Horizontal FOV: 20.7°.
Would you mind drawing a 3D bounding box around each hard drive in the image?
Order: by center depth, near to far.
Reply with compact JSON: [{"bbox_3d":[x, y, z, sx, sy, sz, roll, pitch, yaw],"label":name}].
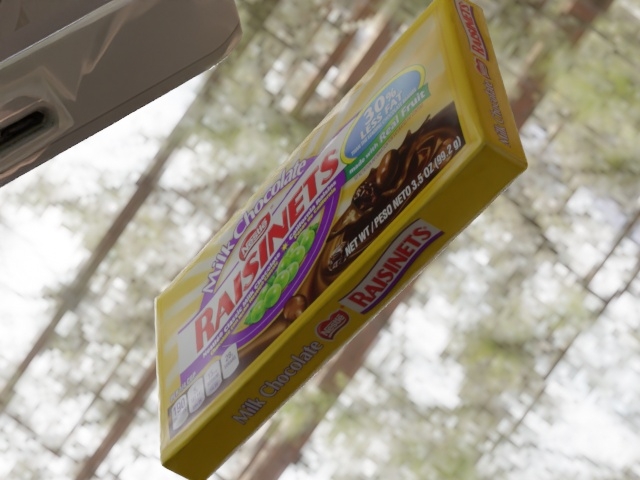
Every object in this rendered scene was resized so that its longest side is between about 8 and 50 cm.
[{"bbox_3d":[-0.231,-0.074,0.795,0.353,0.233,0.047,16,131,48],"label":"hard drive"}]

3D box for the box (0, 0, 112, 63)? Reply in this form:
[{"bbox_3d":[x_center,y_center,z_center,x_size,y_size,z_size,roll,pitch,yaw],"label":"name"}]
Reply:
[{"bbox_3d":[-0.125,-0.129,0.501,0.127,0.231,0.262,63,171,-20],"label":"box"}]

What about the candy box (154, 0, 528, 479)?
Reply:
[{"bbox_3d":[0.000,0.000,0.714,0.027,0.206,0.105,29,-149,-26],"label":"candy box"}]
